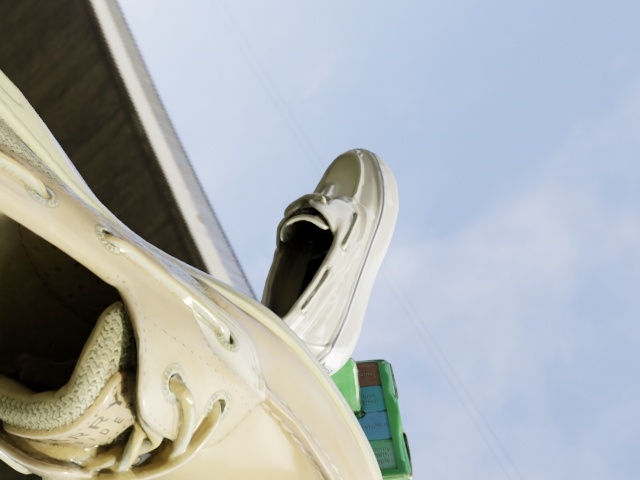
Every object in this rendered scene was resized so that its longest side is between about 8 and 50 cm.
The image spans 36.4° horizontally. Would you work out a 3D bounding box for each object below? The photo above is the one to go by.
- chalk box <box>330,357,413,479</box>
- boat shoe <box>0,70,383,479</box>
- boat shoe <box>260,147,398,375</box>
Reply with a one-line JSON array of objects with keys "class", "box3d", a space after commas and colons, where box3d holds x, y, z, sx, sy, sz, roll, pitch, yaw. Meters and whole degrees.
[{"class": "chalk box", "box3d": [0.005, 0.254, 1.069, 0.180, 0.288, 0.179, -7, -144, -1]}, {"class": "boat shoe", "box3d": [-0.082, 0.047, 0.347, 0.109, 0.302, 0.098, -36, -158, 10]}, {"class": "boat shoe", "box3d": [0.000, 0.000, 0.912, 0.096, 0.088, 0.267, -13, -136, 38]}]
